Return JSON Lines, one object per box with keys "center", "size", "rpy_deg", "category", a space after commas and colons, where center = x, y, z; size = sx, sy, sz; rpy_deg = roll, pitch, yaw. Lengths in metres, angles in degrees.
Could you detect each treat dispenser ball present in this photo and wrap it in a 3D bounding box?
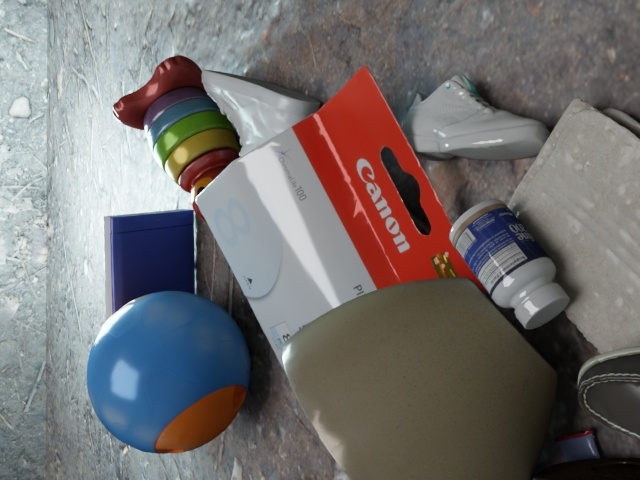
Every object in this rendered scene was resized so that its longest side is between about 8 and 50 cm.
{"center": [-0.270, 0.234, 1.241], "size": [0.288, 0.288, 0.288], "rpy_deg": [10, 102, 55], "category": "treat dispenser ball"}

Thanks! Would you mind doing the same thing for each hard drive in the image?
{"center": [-0.341, 0.102, 1.402], "size": [0.040, 0.210, 0.318], "rpy_deg": [7, 100, 35], "category": "hard drive"}

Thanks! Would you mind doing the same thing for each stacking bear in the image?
{"center": [-0.216, -0.153, 1.239], "size": [0.175, 0.164, 0.289], "rpy_deg": [-36, 72, 15], "category": "stacking bear"}

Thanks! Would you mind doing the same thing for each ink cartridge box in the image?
{"center": [0.000, 0.000, 0.921], "size": [0.385, 0.091, 0.308], "rpy_deg": [-32, 84, 55], "category": "ink cartridge box"}

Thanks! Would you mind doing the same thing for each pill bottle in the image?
{"center": [0.183, 0.023, 0.666], "size": [0.120, 0.067, 0.067], "rpy_deg": [59, 138, 31], "category": "pill bottle"}

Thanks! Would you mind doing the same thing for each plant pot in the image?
{"center": [0.127, 0.149, 0.713], "size": [0.191, 0.284, 0.284], "rpy_deg": [-42, 52, 8], "category": "plant pot"}

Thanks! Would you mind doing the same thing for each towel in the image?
{"center": [0.286, 0.016, 0.619], "size": [0.282, 0.049, 0.187], "rpy_deg": [55, 137, 35], "category": "towel"}

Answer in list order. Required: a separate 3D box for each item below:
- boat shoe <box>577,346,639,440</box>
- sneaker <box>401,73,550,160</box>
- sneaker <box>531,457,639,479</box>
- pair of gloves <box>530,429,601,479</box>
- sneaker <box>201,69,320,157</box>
{"center": [0.304, 0.137, 0.520], "size": [0.228, 0.069, 0.081], "rpy_deg": [5, 114, 35], "category": "boat shoe"}
{"center": [0.162, -0.138, 0.763], "size": [0.212, 0.080, 0.094], "rpy_deg": [12, 92, 56], "category": "sneaker"}
{"center": [0.304, 0.253, 0.558], "size": [0.290, 0.106, 0.123], "rpy_deg": [-8, 88, 50], "category": "sneaker"}
{"center": [0.257, 0.284, 0.713], "size": [0.198, 0.023, 0.159], "rpy_deg": [-40, 60, 46], "category": "pair of gloves"}
{"center": [-0.122, -0.181, 1.137], "size": [0.292, 0.108, 0.169], "rpy_deg": [34, 118, 48], "category": "sneaker"}
